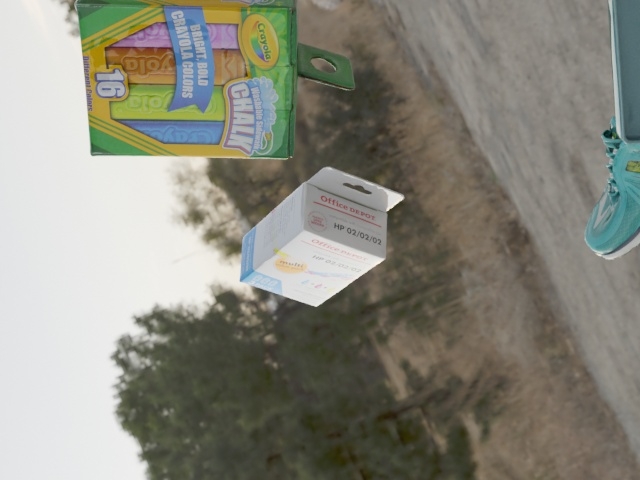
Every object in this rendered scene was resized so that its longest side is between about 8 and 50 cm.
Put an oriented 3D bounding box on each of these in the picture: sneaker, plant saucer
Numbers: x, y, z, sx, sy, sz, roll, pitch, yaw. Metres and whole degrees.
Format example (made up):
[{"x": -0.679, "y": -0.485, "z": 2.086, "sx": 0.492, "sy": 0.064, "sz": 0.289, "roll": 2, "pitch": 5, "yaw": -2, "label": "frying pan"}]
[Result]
[{"x": 0.391, "y": -0.110, "z": 1.240, "sx": 0.275, "sy": 0.109, "sz": 0.107, "roll": -69, "pitch": 26, "yaw": 14, "label": "sneaker"}, {"x": 0.228, "y": -0.163, "z": 0.696, "sx": 0.018, "sy": 0.067, "sz": 0.192, "roll": 174, "pitch": 93, "yaw": -68, "label": "plant saucer"}]

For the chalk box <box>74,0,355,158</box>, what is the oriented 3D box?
[{"x": -0.107, "y": -0.207, "z": 1.106, "sx": 0.180, "sy": 0.288, "sz": 0.179, "roll": -95, "pitch": 6, "yaw": -58, "label": "chalk box"}]

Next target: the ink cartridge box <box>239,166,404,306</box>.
[{"x": 0.000, "y": 0.000, "z": 1.067, "sx": 0.181, "sy": 0.104, "sz": 0.062, "roll": -39, "pitch": 40, "yaw": 49, "label": "ink cartridge box"}]
